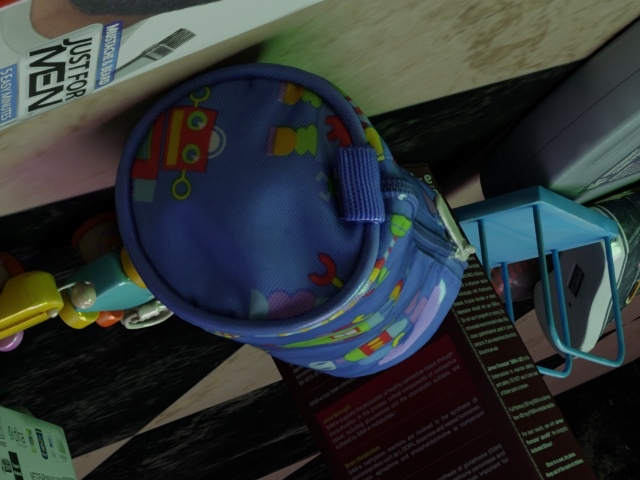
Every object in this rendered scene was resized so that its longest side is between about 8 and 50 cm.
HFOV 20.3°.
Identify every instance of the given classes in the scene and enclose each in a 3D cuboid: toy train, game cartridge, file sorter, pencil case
[{"bbox_3d":[-0.149,0.032,0.891,0.166,0.046,0.125,-18,167,-24],"label":"toy train"},{"bbox_3d":[0.231,-0.100,1.139,0.196,0.060,0.294,-23,168,-35],"label":"game cartridge"},{"bbox_3d":[0.101,0.043,1.178,0.170,0.104,0.118,-15,162,31],"label":"file sorter"},{"bbox_3d":[0.000,0.000,0.881,0.133,0.119,0.306,-12,171,9],"label":"pencil case"}]

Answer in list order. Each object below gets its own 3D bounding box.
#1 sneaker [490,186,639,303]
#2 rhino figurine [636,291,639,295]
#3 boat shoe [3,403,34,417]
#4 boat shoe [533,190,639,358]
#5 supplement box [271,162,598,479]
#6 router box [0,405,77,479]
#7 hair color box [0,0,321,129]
[{"bbox_3d":[0.242,-0.003,1.384,0.276,0.135,0.097,-27,171,5],"label":"sneaker"},{"bbox_3d":[0.342,-0.012,1.727,0.106,0.073,0.243,-25,167,-23],"label":"rhino figurine"},{"bbox_3d":[-0.243,0.219,1.177,0.079,0.084,0.233,-7,116,-46],"label":"boat shoe"},{"bbox_3d":[0.216,0.024,1.308,0.083,0.065,0.183,-24,156,-18],"label":"boat shoe"},{"bbox_3d":[0.057,0.087,1.090,0.130,0.239,0.073,-33,167,29],"label":"supplement box"},{"bbox_3d":[-0.300,0.165,0.918,0.301,0.082,0.335,-18,169,1],"label":"router box"},{"bbox_3d":[-0.059,-0.088,0.535,0.167,0.053,0.093,-25,168,-15],"label":"hair color box"}]
